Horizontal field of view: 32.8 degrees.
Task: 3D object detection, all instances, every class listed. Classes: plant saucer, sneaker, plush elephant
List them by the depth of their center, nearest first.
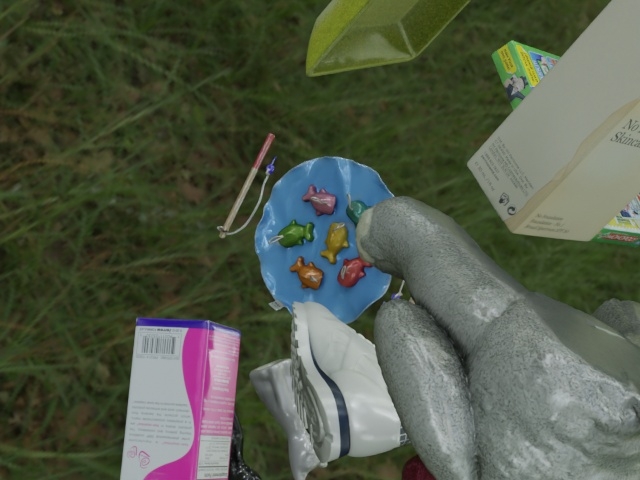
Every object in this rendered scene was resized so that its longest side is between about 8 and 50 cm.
[{"bbox_3d":[0.129,0.172,0.737,0.272,0.255,0.330,22,18,-21],"label":"plush elephant"},{"bbox_3d":[0.025,0.124,0.995,0.235,0.094,0.090,-116,-160,-63],"label":"sneaker"},{"bbox_3d":[0.083,-0.240,1.035,0.188,0.188,0.045,-19,71,-49],"label":"plant saucer"}]

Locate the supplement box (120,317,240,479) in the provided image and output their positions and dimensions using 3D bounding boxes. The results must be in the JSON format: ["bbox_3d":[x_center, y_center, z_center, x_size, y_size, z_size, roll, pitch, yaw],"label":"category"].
[{"bbox_3d":[-0.187,0.221,1.465,0.114,0.111,0.220,32,62,-67],"label":"supplement box"}]

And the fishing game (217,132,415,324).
[{"bbox_3d":[0.000,0.000,1.178,0.264,0.189,0.041,34,13,28],"label":"fishing game"}]

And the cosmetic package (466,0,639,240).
[{"bbox_3d":[0.325,-0.142,1.187,0.160,0.309,0.113,4,48,-41],"label":"cosmetic package"}]

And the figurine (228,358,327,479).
[{"bbox_3d":[-0.095,0.324,1.801,0.215,0.092,0.209,-21,89,-35],"label":"figurine"}]

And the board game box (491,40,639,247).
[{"bbox_3d":[0.390,-0.145,1.669,0.213,0.046,0.317,5,60,-47],"label":"board game box"}]
